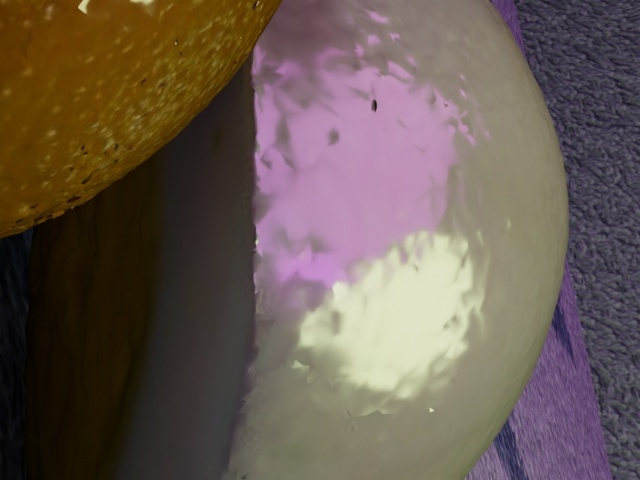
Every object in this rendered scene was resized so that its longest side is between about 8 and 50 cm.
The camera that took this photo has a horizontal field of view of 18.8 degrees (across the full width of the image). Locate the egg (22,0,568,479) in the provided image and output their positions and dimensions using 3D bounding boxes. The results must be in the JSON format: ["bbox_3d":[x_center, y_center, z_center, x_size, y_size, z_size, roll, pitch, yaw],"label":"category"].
[{"bbox_3d":[0.000,0.000,0.797,0.337,0.201,0.337,-177,-90,-69],"label":"egg"}]

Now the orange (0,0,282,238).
[{"bbox_3d":[-0.129,-0.126,0.575,0.274,0.274,0.274,-17,90,-77],"label":"orange"}]
